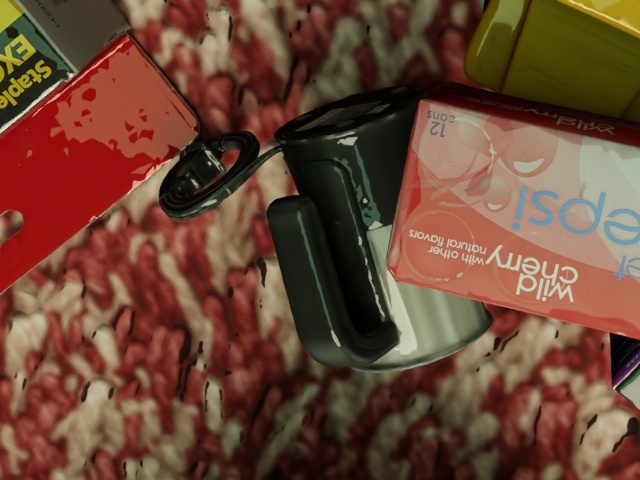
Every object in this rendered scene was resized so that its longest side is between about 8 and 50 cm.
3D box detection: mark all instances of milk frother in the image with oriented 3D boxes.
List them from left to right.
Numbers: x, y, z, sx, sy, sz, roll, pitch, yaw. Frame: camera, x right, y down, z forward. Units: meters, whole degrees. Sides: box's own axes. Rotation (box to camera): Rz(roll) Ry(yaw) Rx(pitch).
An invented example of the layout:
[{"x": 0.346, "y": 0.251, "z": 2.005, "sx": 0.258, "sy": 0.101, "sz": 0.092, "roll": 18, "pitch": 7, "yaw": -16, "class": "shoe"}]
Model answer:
[{"x": 0.000, "y": 0.000, "z": 0.958, "sx": 0.143, "sy": 0.129, "sz": 0.134, "roll": 3, "pitch": 115, "yaw": 53, "class": "milk frother"}]

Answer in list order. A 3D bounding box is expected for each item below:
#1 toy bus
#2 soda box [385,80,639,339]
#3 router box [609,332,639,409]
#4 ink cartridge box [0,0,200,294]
[{"x": 0.179, "y": -0.200, "z": 0.836, "sx": 0.108, "sy": 0.130, "sz": 0.332, "roll": 25, "pitch": 110, "yaw": 0, "class": "toy bus"}, {"x": 0.168, "y": -0.001, "z": 0.822, "sx": 0.263, "sy": 0.083, "sz": 0.092, "roll": 13, "pitch": 103, "yaw": 9, "class": "soda box"}, {"x": 0.231, "y": 0.092, "z": 0.922, "sx": 0.179, "sy": 0.133, "sz": 0.046, "roll": 38, "pitch": 108, "yaw": -4, "class": "router box"}, {"x": -0.266, "y": -0.062, "z": 0.950, "sx": 0.309, "sy": 0.130, "sz": 0.272, "roll": -37, "pitch": 99, "yaw": 17, "class": "ink cartridge box"}]
